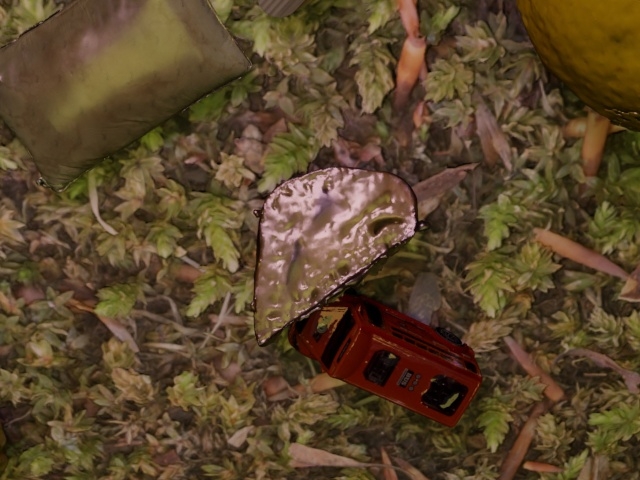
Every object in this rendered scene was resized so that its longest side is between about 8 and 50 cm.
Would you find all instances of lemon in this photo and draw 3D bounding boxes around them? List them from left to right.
[{"bbox_3d":[0.363,-0.298,0.826,0.349,0.350,0.387,-36,86,8],"label":"lemon"}]

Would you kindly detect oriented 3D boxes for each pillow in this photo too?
[{"bbox_3d":[-0.253,-0.201,0.948,0.302,0.075,0.185,-31,107,5],"label":"pillow"}]

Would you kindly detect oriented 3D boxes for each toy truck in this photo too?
[{"bbox_3d":[0.085,0.151,1.081,0.252,0.114,0.107,25,105,-13],"label":"toy truck"}]

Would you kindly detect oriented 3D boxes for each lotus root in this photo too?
[{"bbox_3d":[0.000,0.000,1.016,0.260,0.074,0.170,-29,85,0],"label":"lotus root"}]

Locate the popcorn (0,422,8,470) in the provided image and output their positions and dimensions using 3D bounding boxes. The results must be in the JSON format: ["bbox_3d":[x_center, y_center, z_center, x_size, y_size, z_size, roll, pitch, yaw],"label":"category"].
[{"bbox_3d":[-0.527,0.290,1.057,0.189,0.218,0.169,35,149,0],"label":"popcorn"}]

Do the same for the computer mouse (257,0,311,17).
[{"bbox_3d":[-0.011,-0.370,0.906,0.145,0.082,0.236,42,100,-17],"label":"computer mouse"}]
